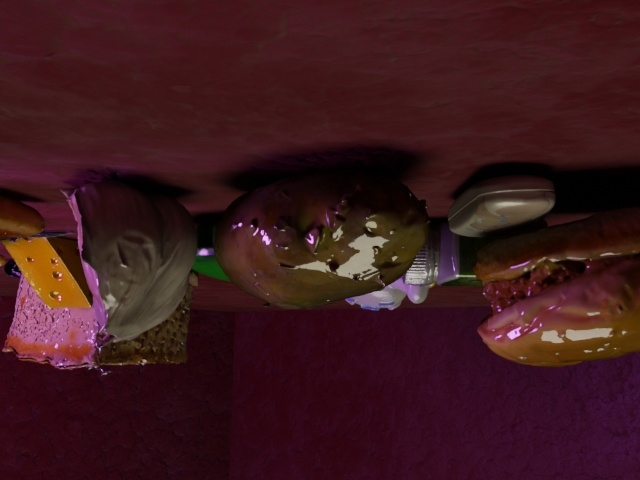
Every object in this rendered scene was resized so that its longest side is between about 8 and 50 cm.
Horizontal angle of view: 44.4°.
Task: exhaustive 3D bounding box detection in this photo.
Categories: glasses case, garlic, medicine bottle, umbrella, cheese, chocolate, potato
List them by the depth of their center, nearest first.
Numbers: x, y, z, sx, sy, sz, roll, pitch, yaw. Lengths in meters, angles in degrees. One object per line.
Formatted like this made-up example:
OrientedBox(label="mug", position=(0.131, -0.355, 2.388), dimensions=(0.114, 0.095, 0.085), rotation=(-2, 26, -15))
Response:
OrientedBox(label="potato", position=(0.000, 0.000, 0.822), dimensions=(0.191, 0.141, 0.296), rotation=(2, 170, -27))
OrientedBox(label="glasses case", position=(0.190, -0.034, 0.846), dimensions=(0.081, 0.051, 0.204), rotation=(-4, 172, -1))
OrientedBox(label="garlic", position=(-0.213, 0.023, 0.918), dimensions=(0.142, 0.178, 0.229), rotation=(-11, 161, -20))
OrientedBox(label="medicine bottle", position=(0.210, 0.019, 1.096), dimensions=(0.188, 0.088, 0.132), rotation=(0, 172, 2))
OrientedBox(label="umbrella", position=(-0.468, -0.008, 1.259), dimensions=(0.148, 0.022, 0.022), rotation=(0, -146, 9))
OrientedBox(label="cheese", position=(-0.467, 0.030, 1.371), dimensions=(0.093, 0.126, 0.171), rotation=(-3, 151, 20))
OrientedBox(label="chocolate", position=(-0.615, 0.075, 1.720), dimensions=(0.147, 0.070, 0.072), rotation=(4, 144, -20))

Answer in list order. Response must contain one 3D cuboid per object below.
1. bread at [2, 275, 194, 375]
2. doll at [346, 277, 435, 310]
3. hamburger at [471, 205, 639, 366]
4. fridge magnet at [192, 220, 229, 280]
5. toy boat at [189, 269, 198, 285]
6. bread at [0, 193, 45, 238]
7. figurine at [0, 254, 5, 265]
OrientedBox(label="bread", position=(-0.440, 0.150, 1.593), dimensions=(0.279, 0.249, 0.315), rotation=(11, 171, -42))
OrientedBox(label="doll", position=(0.081, 0.057, 1.290), dimensions=(0.252, 0.111, 0.237), rotation=(10, 179, 22))
OrientedBox(label="hamburger", position=(0.318, 0.048, 0.871), dimensions=(0.318, 0.158, 0.318), rotation=(-13, 168, -3))
OrientedBox(label="fridge magnet", position=(-0.095, 0.018, 1.133), dimensions=(0.207, 0.088, 0.208), rotation=(1, 173, 0))
OrientedBox(label="toy boat", position=(-0.254, 0.033, 1.165), dimensions=(0.089, 0.115, 0.310), rotation=(0, 171, 7))
OrientedBox(label="bread", position=(-0.419, -0.034, 0.937), dimensions=(0.154, 0.054, 0.136), rotation=(-3, 174, -10))
OrientedBox(label="figurine", position=(-0.588, 0.016, 1.308), dimensions=(0.101, 0.068, 0.143), rotation=(-3, 159, 5))
